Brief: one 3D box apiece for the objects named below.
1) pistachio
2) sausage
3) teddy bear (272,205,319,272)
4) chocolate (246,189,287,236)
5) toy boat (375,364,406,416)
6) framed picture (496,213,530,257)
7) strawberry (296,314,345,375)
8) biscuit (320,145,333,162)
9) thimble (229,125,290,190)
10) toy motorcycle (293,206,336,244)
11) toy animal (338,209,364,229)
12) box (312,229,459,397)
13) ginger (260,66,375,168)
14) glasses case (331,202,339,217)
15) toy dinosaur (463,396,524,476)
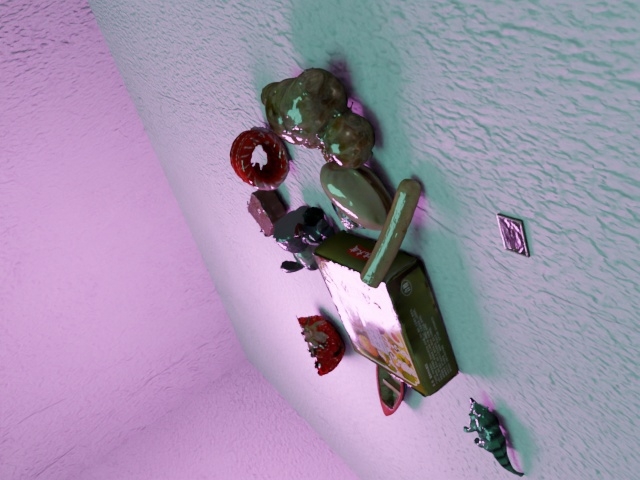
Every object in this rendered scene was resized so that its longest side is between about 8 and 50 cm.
[{"bbox_3d":[0.094,-0.120,1.622,0.223,0.126,0.152,38,141,0],"label":"pistachio"},{"bbox_3d":[0.171,-0.015,1.550,0.066,0.066,0.301,44,129,32],"label":"sausage"},{"bbox_3d":[-0.078,0.018,2.170,0.144,0.171,0.251,-116,2,-51],"label":"teddy bear"},{"bbox_3d":[-0.189,-0.107,2.327,0.148,0.093,0.214,54,160,5],"label":"chocolate"},{"bbox_3d":[0.250,0.489,2.214,0.136,0.079,0.392,40,152,34],"label":"toy boat"},{"bbox_3d":[0.388,-0.010,1.294,0.066,0.006,0.089,26,143,54],"label":"framed picture"},{"bbox_3d":[0.023,0.431,2.562,0.253,0.150,0.280,-117,4,-58],"label":"strawberry"},{"bbox_3d":[0.045,-0.219,1.735,0.175,0.026,0.124,51,158,17],"label":"biscuit"},{"bbox_3d":[-0.192,-0.253,2.025,0.125,0.163,0.189,27,144,56],"label":"thimble"},{"bbox_3d":[0.000,0.000,2.014,0.213,0.122,0.082,54,175,8],"label":"toy motorcycle"},{"bbox_3d":[0.094,-0.084,1.719,0.098,0.098,0.137,37,167,42],"label":"toy animal"},{"bbox_3d":[0.187,0.205,1.872,0.373,0.138,0.420,24,142,56],"label":"box"},{"bbox_3d":[-0.032,-0.310,1.583,0.375,0.176,0.256,28,160,53],"label":"ginger"},{"bbox_3d":[0.059,-0.083,1.903,0.083,0.023,0.033,57,161,-1],"label":"glasses case"},{"bbox_3d":[0.477,0.558,1.814,0.120,0.079,0.292,25,145,58],"label":"toy dinosaur"}]
